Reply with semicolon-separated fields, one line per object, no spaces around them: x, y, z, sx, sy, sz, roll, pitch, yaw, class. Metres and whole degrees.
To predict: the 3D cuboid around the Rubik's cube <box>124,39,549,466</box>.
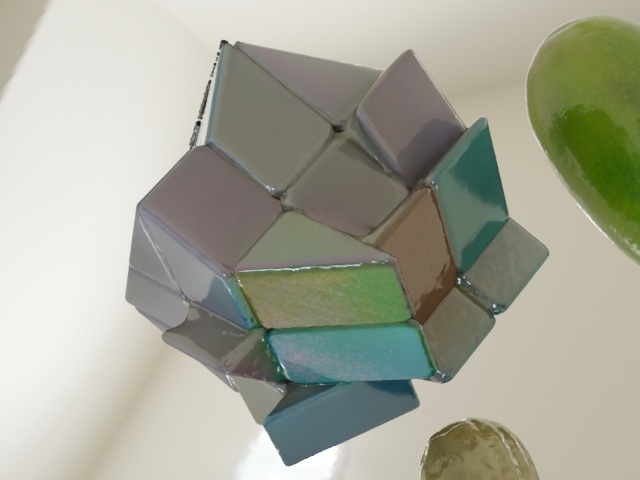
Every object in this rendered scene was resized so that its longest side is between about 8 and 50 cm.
0.000;0.000;1.391;0.368;0.387;0.358;39;-111;4;Rubik's cube

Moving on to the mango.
0.338;-0.093;1.499;0.156;0.192;0.343;-19;-116;-23;mango

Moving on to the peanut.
0.176;0.282;1.324;0.123;0.123;0.257;-38;-123;13;peanut
